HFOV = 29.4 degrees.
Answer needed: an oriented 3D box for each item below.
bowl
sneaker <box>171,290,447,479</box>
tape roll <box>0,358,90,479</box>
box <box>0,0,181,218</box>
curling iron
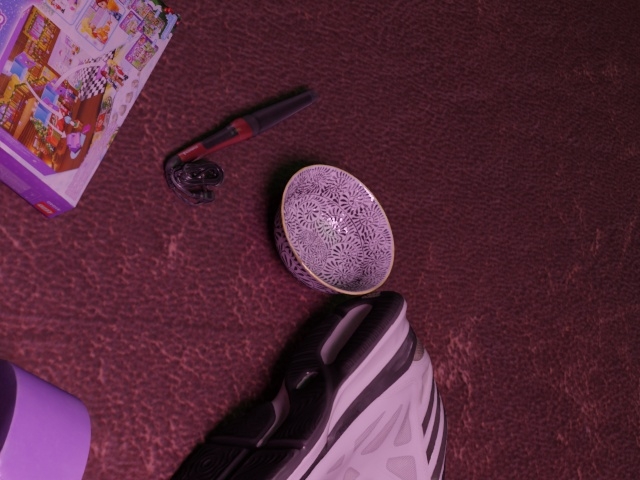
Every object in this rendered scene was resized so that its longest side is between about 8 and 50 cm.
[{"bbox_3d":[0.000,0.000,1.490,0.170,0.080,0.170,20,56,-32],"label":"bowl"},{"bbox_3d":[0.015,0.283,1.359,0.447,0.169,0.257,-46,115,-36],"label":"sneaker"},{"bbox_3d":[-0.291,0.205,1.075,0.080,0.189,0.189,35,55,-32],"label":"tape roll"},{"bbox_3d":[-0.288,-0.198,1.302,0.201,0.057,0.293,42,52,-27],"label":"box"},{"bbox_3d":[-0.091,-0.122,1.483,0.274,0.035,0.068,-41,110,-42],"label":"curling iron"}]
